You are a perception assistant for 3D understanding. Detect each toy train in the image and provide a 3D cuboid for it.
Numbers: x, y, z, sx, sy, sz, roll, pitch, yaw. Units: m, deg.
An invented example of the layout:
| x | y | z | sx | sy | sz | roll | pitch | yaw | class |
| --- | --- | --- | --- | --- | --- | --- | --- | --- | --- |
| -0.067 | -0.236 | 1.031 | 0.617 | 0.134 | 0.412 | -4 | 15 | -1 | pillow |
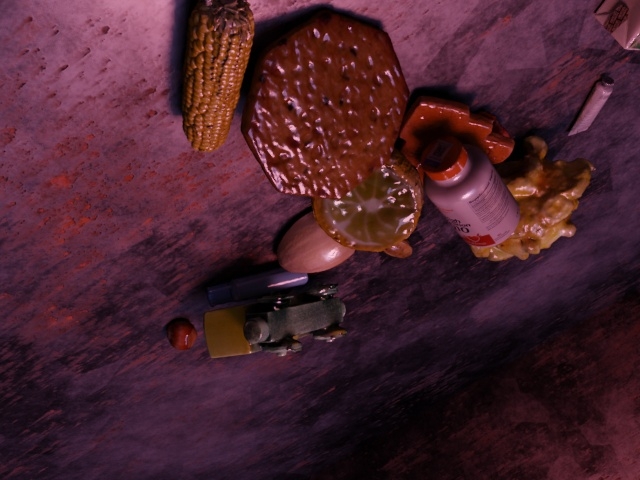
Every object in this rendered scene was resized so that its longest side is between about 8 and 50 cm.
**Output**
| x | y | z | sx | sy | sz | roll | pitch | yaw | class |
| --- | --- | --- | --- | --- | --- | --- | --- | --- | --- |
| -0.104 | 0.207 | 1.733 | 0.253 | 0.160 | 0.397 | -12 | 176 | 33 | toy train |

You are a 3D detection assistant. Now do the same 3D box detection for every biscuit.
| x | y | z | sx | sy | sz | roll | pitch | yaw | class |
| --- | --- | --- | --- | --- | --- | --- | --- | --- | --- |
| 0.285 | -0.230 | 1.534 | 0.283 | 0.043 | 0.306 | -13 | 143 | 23 | biscuit |
| 0.016 | -0.244 | 1.249 | 0.359 | 0.046 | 0.359 | -15 | 119 | -28 | biscuit |

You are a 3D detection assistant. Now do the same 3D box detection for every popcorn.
| x | y | z | sx | sy | sz | roll | pitch | yaw | class |
| --- | --- | --- | --- | --- | --- | --- | --- | --- | --- |
| 0.528 | -0.086 | 1.751 | 0.335 | 0.274 | 0.279 | -24 | 150 | -3 | popcorn |

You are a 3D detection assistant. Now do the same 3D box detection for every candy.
| x | y | z | sx | sy | sz | roll | pitch | yaw | class |
| --- | --- | --- | --- | --- | --- | --- | --- | --- | --- |
| 0.104 | -0.098 | 1.498 | 0.259 | 0.118 | 0.260 | 4 | 122 | 6 | candy |

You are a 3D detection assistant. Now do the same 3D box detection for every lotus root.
| x | y | z | sx | sy | sz | roll | pitch | yaw | class |
| --- | --- | --- | --- | --- | --- | --- | --- | --- | --- |
| 0.215 | 0.016 | 1.875 | 0.072 | 0.063 | 0.152 | 0 | 168 | 35 | lotus root |

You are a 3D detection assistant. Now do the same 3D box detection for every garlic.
| x | y | z | sx | sy | sz | roll | pitch | yaw | class |
| --- | --- | --- | --- | --- | --- | --- | --- | --- | --- |
| -0.006 | 0.004 | 1.665 | 0.245 | 0.145 | 0.164 | -29 | 180 | 10 | garlic |

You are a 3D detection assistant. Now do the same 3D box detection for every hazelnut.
| x | y | z | sx | sy | sz | roll | pitch | yaw | class |
| --- | --- | --- | --- | --- | --- | --- | --- | --- | --- |
| -0.373 | 0.254 | 1.807 | 0.086 | 0.086 | 0.086 | -18 | 147 | -12 | hazelnut |

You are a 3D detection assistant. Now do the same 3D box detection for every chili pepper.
| x | y | z | sx | sy | sz | roll | pitch | yaw | class |
| --- | --- | --- | --- | --- | --- | --- | --- | --- | --- |
| 0.414 | -0.238 | 1.629 | 0.086 | 0.084 | 0.192 | 7 | 163 | 37 | chili pepper |

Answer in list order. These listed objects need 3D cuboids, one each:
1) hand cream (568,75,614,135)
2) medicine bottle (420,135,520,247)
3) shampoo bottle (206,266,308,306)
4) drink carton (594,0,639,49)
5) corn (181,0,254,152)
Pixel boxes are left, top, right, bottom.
| x | y | z | sx | sy | sz | roll | pitch | yaw | class |
| --- | --- | --- | --- | --- | --- | --- | --- | --- | --- |
| 0.696 | -0.342 | 1.721 | 0.067 | 0.042 | 0.194 | -24 | 154 | -18 | hand cream |
| 0.333 | -0.114 | 1.522 | 0.157 | 0.157 | 0.288 | -35 | 135 | 14 | medicine bottle |
| -0.167 | 0.116 | 1.737 | 0.258 | 0.061 | 0.104 | -14 | -178 | -17 | shampoo bottle |
| 0.752 | -0.551 | 1.365 | 0.194 | 0.132 | 0.324 | -5 | 144 | -30 | drink carton |
| -0.180 | -0.283 | 1.132 | 0.115 | 0.115 | 0.318 | -8 | 147 | -26 | corn |
